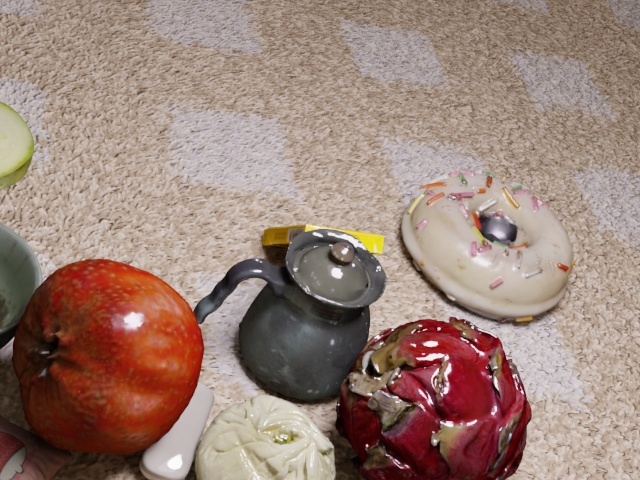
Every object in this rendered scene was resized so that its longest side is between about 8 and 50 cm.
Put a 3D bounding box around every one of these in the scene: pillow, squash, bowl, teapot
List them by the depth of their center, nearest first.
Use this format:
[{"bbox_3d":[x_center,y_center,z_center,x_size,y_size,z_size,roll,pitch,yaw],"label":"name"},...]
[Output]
[{"bbox_3d":[-0.495,0.331,1.591,0.223,0.084,0.236,26,42,-1],"label":"pillow"},{"bbox_3d":[-0.589,0.096,1.759,0.289,0.146,0.289,12,41,-11],"label":"bowl"},{"bbox_3d":[-0.037,0.093,1.924,0.305,0.285,0.223,24,39,-2],"label":"teapot"},{"bbox_3d":[-0.668,-0.181,2.111,0.252,0.049,0.252,13,43,-13],"label":"squash"}]

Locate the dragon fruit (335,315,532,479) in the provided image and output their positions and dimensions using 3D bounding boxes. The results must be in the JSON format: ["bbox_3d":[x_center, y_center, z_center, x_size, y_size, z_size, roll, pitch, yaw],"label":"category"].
[{"bbox_3d":[0.187,0.276,1.824,0.329,0.329,0.329,14,40,-12],"label":"dragon fruit"}]

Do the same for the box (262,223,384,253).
[{"bbox_3d":[0.000,0.000,2.101,0.152,0.043,0.269,9,-3,-19],"label":"box"}]

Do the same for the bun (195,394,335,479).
[{"bbox_3d":[-0.078,0.341,1.745,0.229,0.145,0.229,16,41,-15],"label":"bun"}]

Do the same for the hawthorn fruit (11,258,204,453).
[{"bbox_3d":[-0.296,0.176,1.701,0.330,0.287,0.287,12,34,-54],"label":"hawthorn fruit"}]

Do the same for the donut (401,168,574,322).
[{"bbox_3d":[0.358,-0.003,2.342,0.383,0.142,0.382,15,40,-12],"label":"donut"}]

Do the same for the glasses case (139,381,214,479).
[{"bbox_3d":[-0.225,0.300,1.783,0.081,0.051,0.204,22,40,-2],"label":"glasses case"}]
